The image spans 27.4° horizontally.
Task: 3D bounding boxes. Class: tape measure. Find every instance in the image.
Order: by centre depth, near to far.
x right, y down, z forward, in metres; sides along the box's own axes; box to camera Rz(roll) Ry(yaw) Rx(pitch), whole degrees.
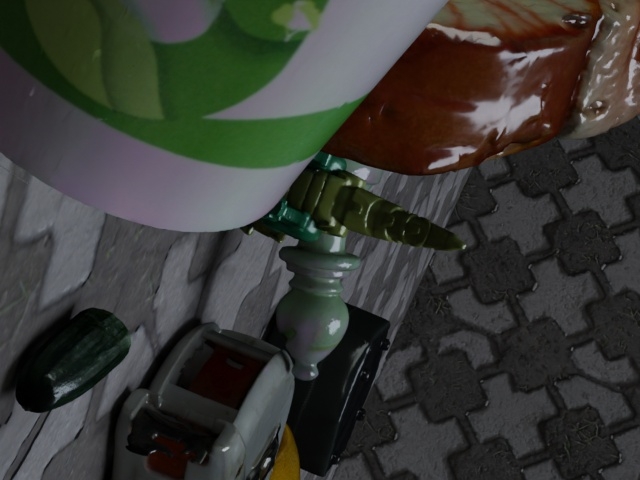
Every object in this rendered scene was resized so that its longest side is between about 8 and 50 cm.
[{"bbox_3d":[-0.112,0.210,1.278,0.265,0.130,0.258,-56,162,-51],"label":"tape measure"}]

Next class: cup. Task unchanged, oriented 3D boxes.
[{"bbox_3d":[-0.035,-0.163,0.558,0.274,0.253,0.253,-54,179,32],"label":"cup"}]

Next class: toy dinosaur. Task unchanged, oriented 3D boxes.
[{"bbox_3d":[-0.008,-0.037,1.047,0.153,0.259,0.094,23,87,-53],"label":"toy dinosaur"}]

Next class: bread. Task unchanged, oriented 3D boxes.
[{"bbox_3d":[0.060,-0.161,0.903,0.327,0.295,0.114,-21,136,-42],"label":"bread"}]

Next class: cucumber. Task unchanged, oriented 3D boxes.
[{"bbox_3d":[-0.177,0.086,0.913,0.105,0.048,0.048,-44,154,-62],"label":"cucumber"}]

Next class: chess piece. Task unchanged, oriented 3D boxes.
[{"bbox_3d":[0.000,0.000,1.250,0.139,0.139,0.272,-13,112,-78],"label":"chess piece"}]

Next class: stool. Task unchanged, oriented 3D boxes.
[{"bbox_3d":[-0.006,0.186,1.724,0.232,0.141,0.232,22,90,-79],"label":"stool"}]

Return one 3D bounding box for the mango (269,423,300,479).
[{"bbox_3d":[-0.102,0.355,1.586,0.187,0.144,0.359,-48,155,-70],"label":"mango"}]
